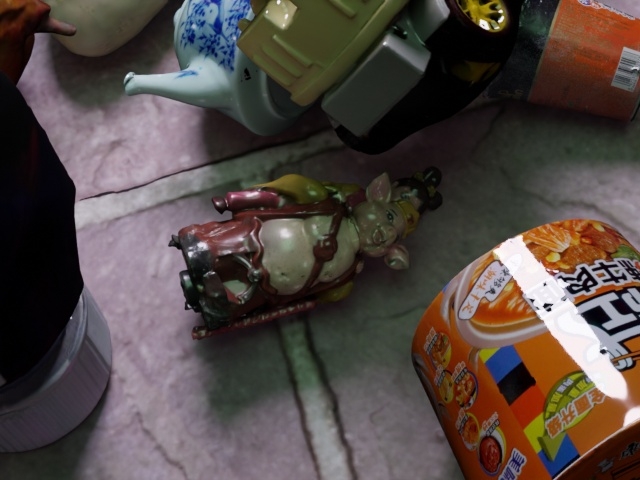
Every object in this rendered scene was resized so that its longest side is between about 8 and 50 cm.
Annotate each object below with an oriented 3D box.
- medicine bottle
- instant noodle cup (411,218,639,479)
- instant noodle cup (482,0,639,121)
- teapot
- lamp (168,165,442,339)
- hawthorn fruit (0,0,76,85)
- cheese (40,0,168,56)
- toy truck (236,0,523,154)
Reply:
[{"bbox_3d":[-0.280,0.034,1.088,0.243,0.395,0.242,-4,59,6],"label":"medicine bottle"},{"bbox_3d":[0.199,0.118,1.082,0.250,0.250,0.192,-26,54,-6],"label":"instant noodle cup"},{"bbox_3d":[0.226,-0.167,1.282,0.136,0.127,0.127,18,67,7],"label":"instant noodle cup"},{"bbox_3d":[-0.071,-0.189,1.315,0.159,0.159,0.232,29,51,19],"label":"teapot"},{"bbox_3d":[0.000,0.000,1.226,0.253,0.118,0.118,-15,63,-9],"label":"lamp"},{"bbox_3d":[-0.347,-0.193,1.311,0.248,0.208,0.208,-7,63,9],"label":"hawthorn fruit"},{"bbox_3d":[-0.119,-0.350,1.402,0.328,0.129,0.351,-7,63,5],"label":"cheese"},{"bbox_3d":[0.055,-0.271,1.220,0.254,0.181,0.405,36,44,-16],"label":"toy truck"}]
